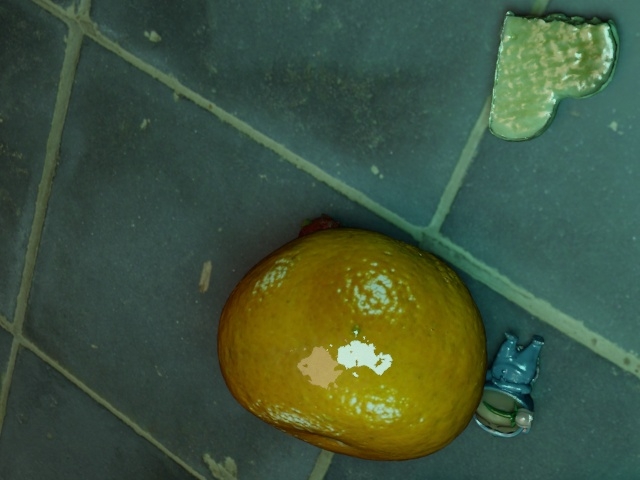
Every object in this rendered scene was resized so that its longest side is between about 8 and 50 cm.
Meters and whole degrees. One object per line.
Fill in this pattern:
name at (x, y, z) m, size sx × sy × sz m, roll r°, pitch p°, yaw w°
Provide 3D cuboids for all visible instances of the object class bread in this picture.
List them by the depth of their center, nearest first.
bread at (0.310, -0.250, 1.290) m, size 0.232 × 0.064 × 0.172 m, roll -42°, pitch 84°, yaw 34°

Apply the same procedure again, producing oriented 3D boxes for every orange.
orange at (0.052, 0.158, 1.418) m, size 0.423 × 0.424 × 0.326 m, roll 7°, pitch 68°, yaw 30°

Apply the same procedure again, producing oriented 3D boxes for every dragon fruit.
dragon fruit at (-0.001, -0.001, 1.571) m, size 0.116 × 0.081 × 0.086 m, roll 2°, pitch 117°, yaw 63°

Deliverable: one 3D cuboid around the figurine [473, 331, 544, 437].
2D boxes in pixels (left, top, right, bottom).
figurine at (0.296, 0.237, 1.443) m, size 0.114 × 0.144 × 0.178 m, roll 17°, pitch 106°, yaw 10°
